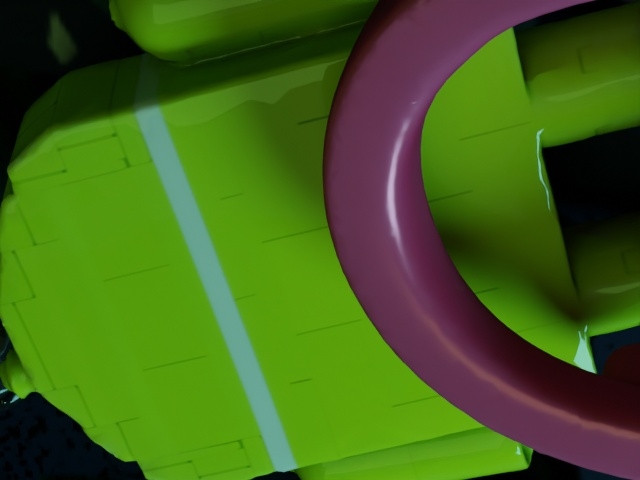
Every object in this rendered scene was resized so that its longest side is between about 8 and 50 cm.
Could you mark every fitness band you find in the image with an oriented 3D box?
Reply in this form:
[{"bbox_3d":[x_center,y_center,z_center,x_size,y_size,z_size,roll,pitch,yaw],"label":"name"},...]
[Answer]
[{"bbox_3d":[0.142,-0.015,0.491,0.291,0.054,0.209,-3,126,22],"label":"fitness band"}]

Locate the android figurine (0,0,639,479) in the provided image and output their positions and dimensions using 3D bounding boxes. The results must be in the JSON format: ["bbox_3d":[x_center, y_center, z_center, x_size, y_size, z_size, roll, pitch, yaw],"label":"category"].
[{"bbox_3d":[0.000,0.000,0.602,0.273,0.056,0.248,-14,123,11],"label":"android figurine"}]

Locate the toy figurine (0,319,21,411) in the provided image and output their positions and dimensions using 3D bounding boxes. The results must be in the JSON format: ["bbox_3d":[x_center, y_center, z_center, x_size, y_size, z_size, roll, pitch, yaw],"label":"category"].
[{"bbox_3d":[-0.231,0.056,0.652,0.213,0.209,0.148,5,141,16],"label":"toy figurine"}]
